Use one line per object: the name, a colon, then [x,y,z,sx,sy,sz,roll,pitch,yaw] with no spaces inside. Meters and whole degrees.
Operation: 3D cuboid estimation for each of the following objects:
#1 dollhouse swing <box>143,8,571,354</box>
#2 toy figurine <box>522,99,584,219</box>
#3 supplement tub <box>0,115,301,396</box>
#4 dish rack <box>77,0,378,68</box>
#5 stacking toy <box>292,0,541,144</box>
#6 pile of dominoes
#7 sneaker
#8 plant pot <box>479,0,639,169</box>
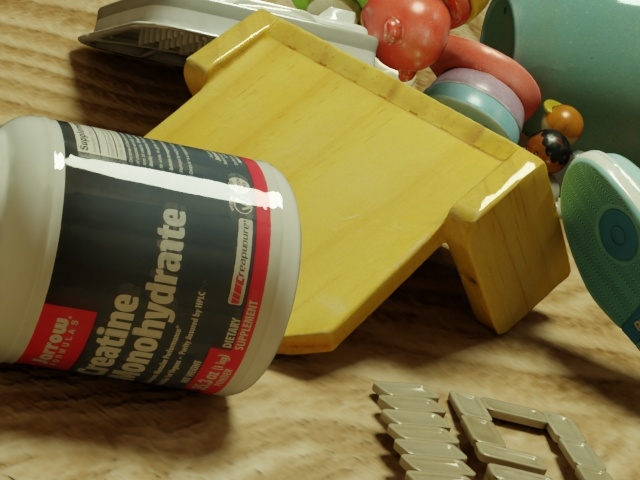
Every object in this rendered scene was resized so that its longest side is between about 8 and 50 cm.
dollhouse swing: [0.000,0.000,1.777,0.347,0.305,0.315,31,-17,27]
toy figurine: [0.307,-0.056,2.043,0.209,0.148,0.213,23,22,10]
supplement tub: [-0.169,0.010,1.433,0.272,0.191,0.191,10,23,-21]
dish rack: [-0.097,-0.229,2.052,0.286,0.072,0.333,11,-1,-20]
stacking toy: [0.087,-0.196,2.144,0.279,0.130,0.309,8,-33,38]
pile of dominoes: [0.140,0.186,1.511,0.196,0.040,0.251,14,14,-11]
sneaker: [0.379,0.028,1.765,0.208,0.127,0.319,-26,77,-32]
plant pot: [0.306,-0.229,2.268,0.195,0.290,0.290,3,25,-15]
